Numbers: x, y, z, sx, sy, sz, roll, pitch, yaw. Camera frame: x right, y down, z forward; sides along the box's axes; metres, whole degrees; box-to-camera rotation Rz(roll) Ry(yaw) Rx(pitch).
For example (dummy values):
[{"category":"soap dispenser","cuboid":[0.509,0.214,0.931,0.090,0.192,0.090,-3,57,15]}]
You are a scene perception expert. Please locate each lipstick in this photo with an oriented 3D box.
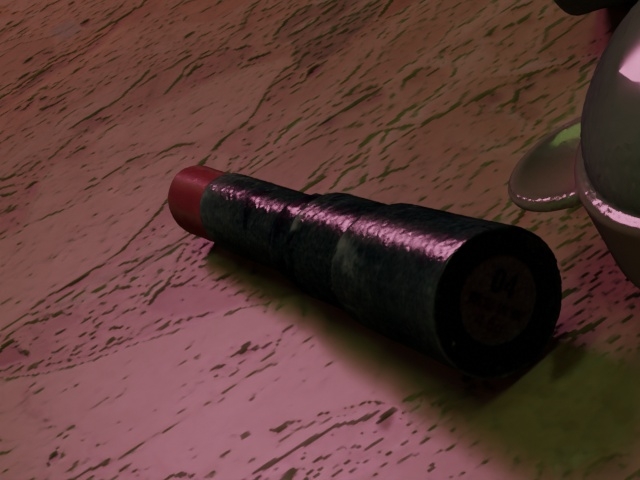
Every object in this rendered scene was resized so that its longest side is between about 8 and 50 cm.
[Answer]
[{"category":"lipstick","cuboid":[0.000,0.000,0.764,0.053,0.053,0.234,-39,28,-19]}]

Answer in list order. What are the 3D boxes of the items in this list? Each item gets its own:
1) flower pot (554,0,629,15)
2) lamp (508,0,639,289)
[{"category":"flower pot","cuboid":[0.162,-0.190,0.876,0.108,0.103,0.229,-13,32,25]},{"category":"lamp","cuboid":[0.179,-0.048,0.625,0.179,0.108,0.246,-45,32,-20]}]
